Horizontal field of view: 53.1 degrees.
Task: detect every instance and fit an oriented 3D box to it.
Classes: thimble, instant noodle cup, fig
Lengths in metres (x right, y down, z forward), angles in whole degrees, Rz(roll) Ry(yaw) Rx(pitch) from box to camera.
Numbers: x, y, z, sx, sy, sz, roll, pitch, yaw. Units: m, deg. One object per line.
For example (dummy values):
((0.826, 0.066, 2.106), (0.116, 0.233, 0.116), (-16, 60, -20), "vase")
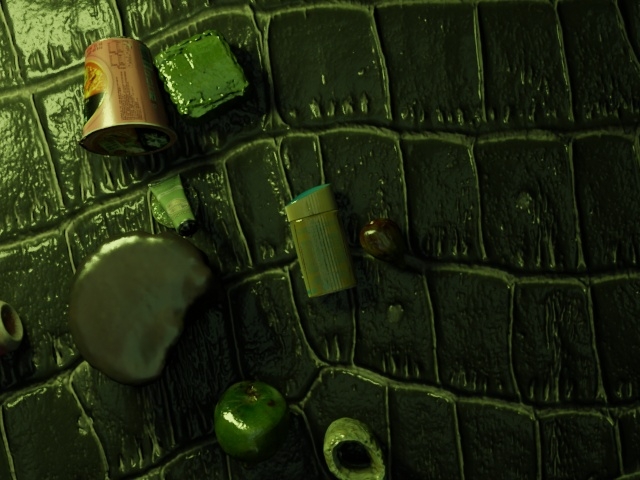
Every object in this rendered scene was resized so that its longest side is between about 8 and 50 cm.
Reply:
((0.095, 0.557, 1.664), (0.190, 0.143, 0.137), (41, 87, -1), "thimble")
((-0.503, -0.366, 1.636), (0.243, 0.244, 0.255), (-10, 80, -2), "instant noodle cup")
((0.175, 0.014, 1.702), (0.109, 0.103, 0.155), (-24, 103, 34), "fig")
((-0.171, 0.500, 1.669), (0.203, 0.203, 0.235), (-6, 129, -2), "fig")

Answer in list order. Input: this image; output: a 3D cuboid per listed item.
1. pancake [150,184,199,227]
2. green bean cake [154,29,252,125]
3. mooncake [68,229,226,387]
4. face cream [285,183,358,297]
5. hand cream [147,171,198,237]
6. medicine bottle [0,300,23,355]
((-0.391, -0.091, 1.720), (0.129, 0.022, 0.116), (-1, 89, -2), "pancake")
((-0.307, -0.428, 1.683), (0.214, 0.113, 0.200), (-30, 91, -3), "green bean cake")
((-0.445, 0.149, 1.618), (0.381, 0.212, 0.350), (-42, 91, -6), "mooncake")
((0.000, 0.000, 1.709), (0.139, 0.067, 0.285), (-15, 90, -3), "face cream")
((-0.374, -0.093, 1.651), (0.086, 0.055, 0.235), (-24, 52, -12), "hand cream")
((-0.905, 0.255, 1.638), (0.247, 0.147, 0.147), (-22, 90, -1), "medicine bottle")
